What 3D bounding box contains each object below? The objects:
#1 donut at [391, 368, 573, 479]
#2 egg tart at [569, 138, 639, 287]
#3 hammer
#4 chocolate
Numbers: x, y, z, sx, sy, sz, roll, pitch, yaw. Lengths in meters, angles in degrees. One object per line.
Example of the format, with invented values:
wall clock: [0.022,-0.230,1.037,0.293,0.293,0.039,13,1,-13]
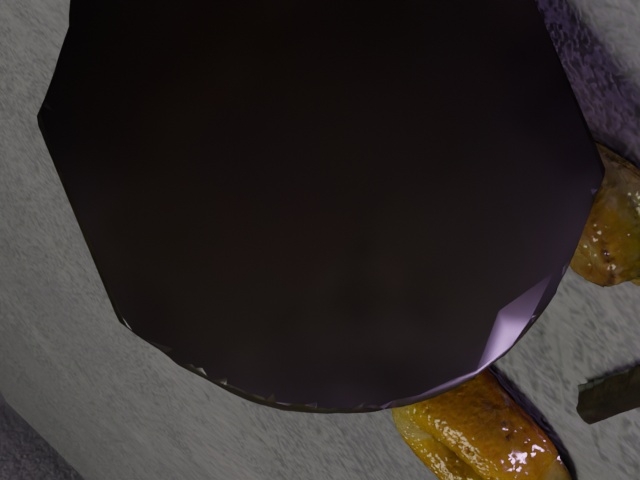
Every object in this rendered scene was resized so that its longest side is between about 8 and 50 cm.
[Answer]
donut: [0.139,0.183,1.792,0.190,0.074,0.174,49,162,2]
egg tart: [0.186,-0.013,1.334,0.129,0.049,0.129,44,160,21]
hammer: [0.246,0.102,1.456,0.125,0.027,0.297,54,162,1]
chocolate: [-0.005,-0.043,1.324,0.297,0.314,0.326,175,71,-84]
